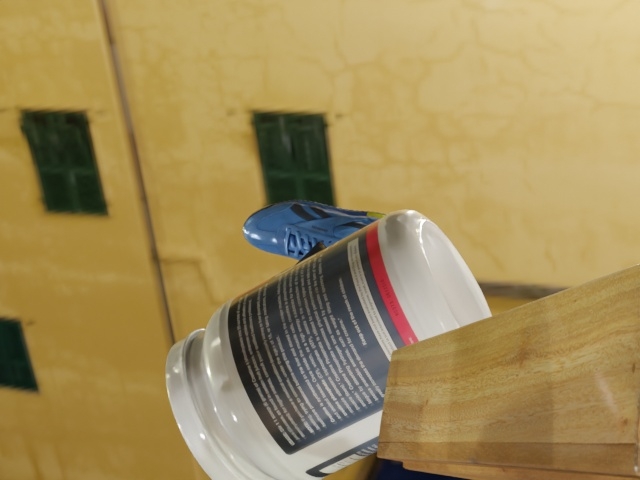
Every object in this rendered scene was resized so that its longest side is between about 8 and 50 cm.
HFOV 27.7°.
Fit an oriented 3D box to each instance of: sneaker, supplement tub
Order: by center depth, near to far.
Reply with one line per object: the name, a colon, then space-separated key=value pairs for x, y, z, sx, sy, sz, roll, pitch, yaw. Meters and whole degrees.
supplement tub: x=0.014 y=0.109 z=1.205 sx=0.272 sy=0.191 sz=0.191 roll=-28 pitch=-156 yaw=17
sneaker: x=0.000 y=0.000 z=1.611 sx=0.209 sy=0.069 sz=0.082 roll=6 pitch=-152 yaw=11

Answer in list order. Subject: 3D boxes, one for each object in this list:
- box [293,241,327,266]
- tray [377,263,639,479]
box: x=-0.011 y=0.100 z=1.494 sx=0.156 sy=0.093 sz=0.158 roll=-44 pitch=-161 yaw=0
tray: x=0.166 y=0.088 z=0.598 sx=0.203 sy=0.076 sz=0.411 roll=10 pitch=169 yaw=-7
